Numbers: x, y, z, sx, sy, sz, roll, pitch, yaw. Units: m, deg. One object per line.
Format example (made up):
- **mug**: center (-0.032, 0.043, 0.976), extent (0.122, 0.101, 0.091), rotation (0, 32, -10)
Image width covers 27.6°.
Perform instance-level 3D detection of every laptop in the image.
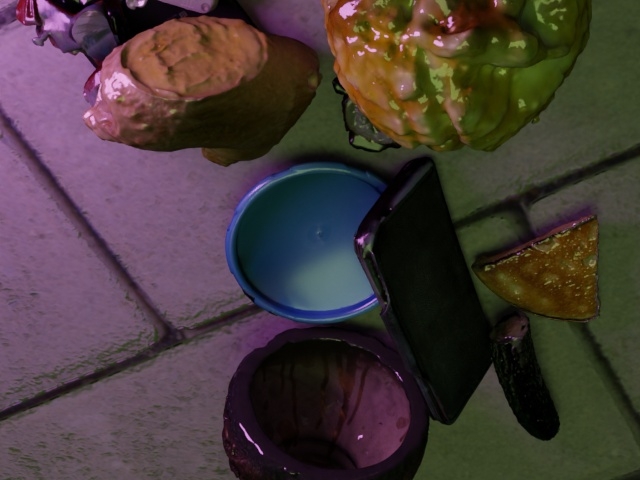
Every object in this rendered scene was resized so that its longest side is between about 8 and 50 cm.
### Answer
- **laptop**: center (-0.180, -0.236, 1.526), extent (0.197, 0.016, 0.135), rotation (-29, 116, 22)

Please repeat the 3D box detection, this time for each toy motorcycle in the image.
- **toy motorcycle**: center (-0.268, -0.223, 1.488), extent (0.122, 0.082, 0.213), rotation (-13, 119, 14)

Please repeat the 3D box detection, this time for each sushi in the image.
- **sushi**: center (0.063, -0.161, 1.516), extent (0.098, 0.084, 0.094), rotation (9, 128, 4)

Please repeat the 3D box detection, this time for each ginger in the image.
- **ginger**: center (-0.129, -0.156, 1.469), extent (0.276, 0.130, 0.221), rotation (-12, 157, -7)

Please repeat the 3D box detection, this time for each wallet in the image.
- **wallet**: center (0.135, 0.072, 1.626), extent (0.045, 0.172, 0.318), rotation (3, 130, 37)

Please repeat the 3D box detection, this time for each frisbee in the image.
- **frisbee**: center (0.000, 0.000, 1.652), extent (0.242, 0.045, 0.242), rotation (-2, 124, -3)

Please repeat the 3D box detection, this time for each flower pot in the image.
- **flower pot**: center (-0.007, 0.290, 1.737), extent (0.267, 0.266, 0.267), rotation (11, 135, -3)

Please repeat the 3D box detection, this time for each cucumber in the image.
- **cucumber**: center (0.271, 0.191, 1.741), extent (0.067, 0.067, 0.245), rotation (-11, 132, 12)

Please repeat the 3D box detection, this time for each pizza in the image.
- **pizza**: center (0.290, 0.024, 1.650), extent (0.185, 0.036, 0.176), rotation (13, 126, -7)

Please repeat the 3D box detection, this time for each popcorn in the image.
- **popcorn**: center (0.135, -0.224, 1.353), extent (0.282, 0.282, 0.247), rotation (-28, 158, 21)

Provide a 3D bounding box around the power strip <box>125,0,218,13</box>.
- **power strip**: center (-0.139, -0.368, 1.405), extent (0.118, 0.046, 0.270), rotation (15, 119, -9)
